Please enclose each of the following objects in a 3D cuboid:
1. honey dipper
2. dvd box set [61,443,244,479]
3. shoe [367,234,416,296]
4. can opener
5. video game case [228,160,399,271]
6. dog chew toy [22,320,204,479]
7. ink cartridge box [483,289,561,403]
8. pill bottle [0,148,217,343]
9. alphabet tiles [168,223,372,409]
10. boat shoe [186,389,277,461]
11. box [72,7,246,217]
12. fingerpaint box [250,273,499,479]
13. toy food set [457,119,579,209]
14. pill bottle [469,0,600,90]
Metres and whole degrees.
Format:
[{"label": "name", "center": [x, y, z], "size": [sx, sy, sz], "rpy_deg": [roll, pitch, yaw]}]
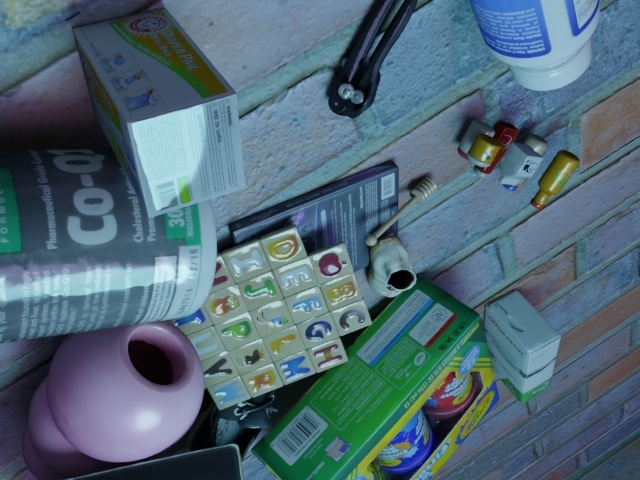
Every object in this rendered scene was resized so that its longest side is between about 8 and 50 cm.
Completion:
[{"label": "honey dipper", "center": [0.125, -0.043, 1.111], "size": [0.161, 0.030, 0.030], "rpy_deg": [-42, 146, -28]}, {"label": "dvd box set", "center": [-0.264, 0.403, 1.074], "size": [0.308, 0.062, 0.420], "rpy_deg": [-9, 156, -10]}, {"label": "shoe", "center": [0.121, 0.061, 1.200], "size": [0.077, 0.058, 0.219], "rpy_deg": [-29, 156, -2]}, {"label": "can opener", "center": [0.064, -0.241, 0.909], "size": [0.059, 0.073, 0.186], "rpy_deg": [23, 117, -3]}, {"label": "video game case", "center": [0.000, 0.000, 1.113], "size": [0.274, 0.026, 0.196], "rpy_deg": [-22, 139, -15]}, {"label": "dog chew toy", "center": [-0.310, 0.242, 1.000], "size": [0.207, 0.206, 0.332], "rpy_deg": [12, 136, -42]}, {"label": "ink cartridge box", "center": [0.433, 0.232, 1.549], "size": [0.087, 0.153, 0.208], "rpy_deg": [-26, 140, -13]}, {"label": "pill bottle", "center": [-0.312, 0.004, 0.753], "size": [0.361, 0.204, 0.204], "rpy_deg": [-6, 132, -32]}, {"label": "alphabet tiles", "center": [-0.100, 0.128, 1.089], "size": [0.343, 0.011, 0.285], "rpy_deg": [-21, 124, -2]}, {"label": "boat shoe", "center": [-0.133, 0.296, 1.237], "size": [0.127, 0.113, 0.340], "rpy_deg": [11, 121, -41]}, {"label": "box", "center": [-0.166, -0.137, 0.719], "size": [0.103, 0.203, 0.114], "rpy_deg": [-20, 136, -20]}, {"label": "fingerpaint box", "center": [0.134, 0.349, 1.360], "size": [0.445, 0.163, 0.371], "rpy_deg": [-44, 143, -15]}, {"label": "toy food set", "center": [0.296, -0.119, 1.138], "size": [0.232, 0.111, 0.104], "rpy_deg": [0, 128, -39]}, {"label": "pill bottle", "center": [0.265, -0.317, 0.891], "size": [0.152, 0.152, 0.272], "rpy_deg": [-38, 141, 3]}]
